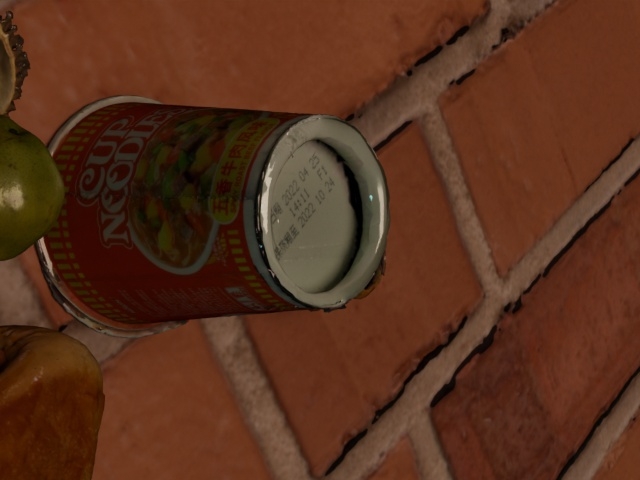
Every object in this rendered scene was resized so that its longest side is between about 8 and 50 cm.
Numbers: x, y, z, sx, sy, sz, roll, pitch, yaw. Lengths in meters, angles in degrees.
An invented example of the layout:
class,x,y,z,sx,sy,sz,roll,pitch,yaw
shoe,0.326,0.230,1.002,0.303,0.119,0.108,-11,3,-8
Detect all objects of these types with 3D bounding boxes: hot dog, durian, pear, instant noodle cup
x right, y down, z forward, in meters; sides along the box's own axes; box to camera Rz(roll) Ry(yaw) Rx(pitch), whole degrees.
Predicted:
class,x,y,z,sx,sy,sz,roll,pitch,yaw
hot dog,-0.233,0.173,0.690,0.153,0.150,0.257,21,76,-54
durian,-0.234,-0.130,0.750,0.066,0.052,0.130,-51,127,-33
pear,-0.214,-0.035,0.748,0.092,0.092,0.097,-16,103,-45
instant noodle cup,-0.069,-0.017,0.808,0.193,0.212,0.193,-1,91,-47

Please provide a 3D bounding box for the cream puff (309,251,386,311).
class,x,y,z,sx,sy,sz,roll,pitch,yaw
cream puff,0.000,0.000,0.959,0.133,0.104,0.119,-55,153,-46
